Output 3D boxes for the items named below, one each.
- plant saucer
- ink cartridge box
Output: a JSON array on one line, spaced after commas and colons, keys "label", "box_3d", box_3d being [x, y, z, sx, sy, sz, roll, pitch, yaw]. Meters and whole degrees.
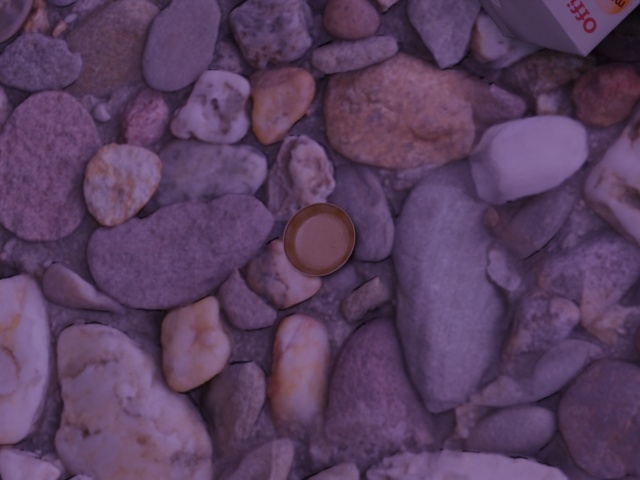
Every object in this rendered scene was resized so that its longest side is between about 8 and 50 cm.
[{"label": "plant saucer", "box_3d": [0.000, 0.000, 1.349, 0.083, 0.015, 0.083, -5, 75, 17]}, {"label": "ink cartridge box", "box_3d": [0.259, -0.329, 1.228, 0.233, 0.171, 0.168, -44, 25, -3]}]
